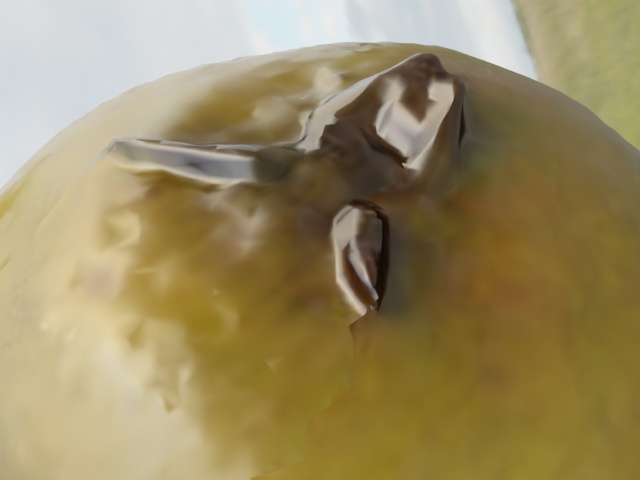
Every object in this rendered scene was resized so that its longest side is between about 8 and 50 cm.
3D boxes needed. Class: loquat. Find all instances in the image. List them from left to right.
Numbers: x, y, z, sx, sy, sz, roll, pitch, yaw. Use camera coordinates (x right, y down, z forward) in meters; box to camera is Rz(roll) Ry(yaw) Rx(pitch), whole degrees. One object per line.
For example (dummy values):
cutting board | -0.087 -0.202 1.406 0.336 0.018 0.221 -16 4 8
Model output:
loquat | 0.011 0.094 0.577 0.328 0.328 0.359 -93 6 -49
